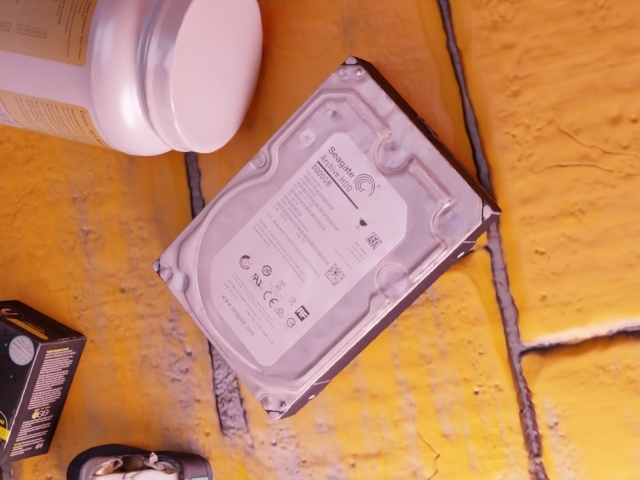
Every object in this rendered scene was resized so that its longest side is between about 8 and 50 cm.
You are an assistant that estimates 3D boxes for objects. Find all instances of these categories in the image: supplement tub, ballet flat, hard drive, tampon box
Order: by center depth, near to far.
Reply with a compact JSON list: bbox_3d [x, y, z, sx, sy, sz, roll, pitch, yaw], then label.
[{"bbox_3d":[0.000,0.000,1.341,0.339,0.064,0.237,-44,74,16],"label":"hard drive"},{"bbox_3d":[-0.245,-0.219,1.357,0.316,0.228,0.228,14,95,22],"label":"supplement tub"},{"bbox_3d":[-0.224,0.273,1.431,0.203,0.074,0.074,-4,88,24],"label":"ballet flat"},{"bbox_3d":[-0.377,0.167,1.480,0.120,0.101,0.161,24,99,21],"label":"tampon box"}]
